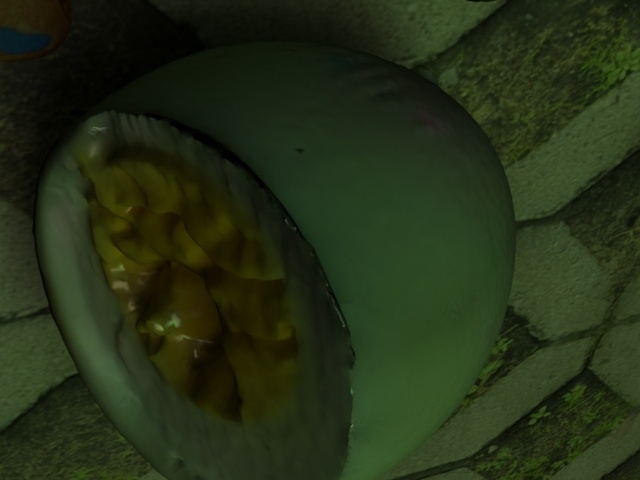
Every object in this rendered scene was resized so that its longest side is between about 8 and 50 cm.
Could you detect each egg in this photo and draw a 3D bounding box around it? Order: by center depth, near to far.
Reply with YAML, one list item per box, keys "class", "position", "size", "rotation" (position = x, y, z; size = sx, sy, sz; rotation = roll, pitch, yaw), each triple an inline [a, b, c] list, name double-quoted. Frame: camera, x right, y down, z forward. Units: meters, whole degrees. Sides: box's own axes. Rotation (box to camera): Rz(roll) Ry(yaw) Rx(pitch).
- class: "egg"
  position: [0.000, 0.000, 0.935]
  size: [0.340, 0.354, 0.355]
  rotation: [-31, 146, -41]

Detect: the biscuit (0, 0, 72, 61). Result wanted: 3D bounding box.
- class: "biscuit"
  position: [-0.203, -0.266, 0.748]
  size: [0.205, 0.049, 0.324]
  rotation: [11, 120, -40]
